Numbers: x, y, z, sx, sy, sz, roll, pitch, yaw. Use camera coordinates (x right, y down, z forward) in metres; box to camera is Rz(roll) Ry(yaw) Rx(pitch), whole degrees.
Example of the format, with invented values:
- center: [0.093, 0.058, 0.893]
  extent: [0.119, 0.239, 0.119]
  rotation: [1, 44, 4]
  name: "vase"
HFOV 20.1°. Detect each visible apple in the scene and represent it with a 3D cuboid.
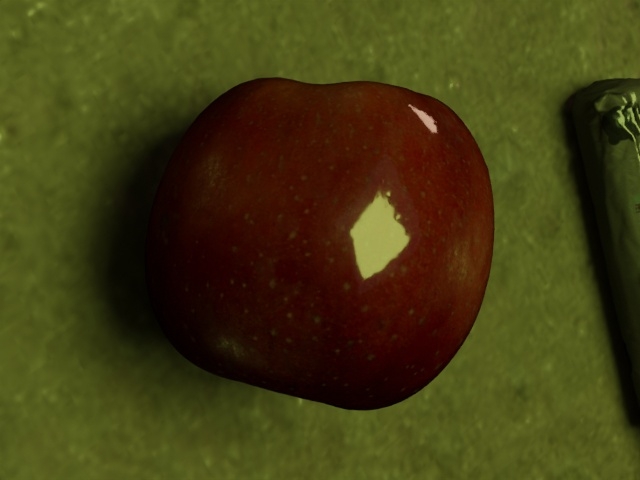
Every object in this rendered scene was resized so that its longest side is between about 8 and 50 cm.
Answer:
- center: [0.000, 0.000, 1.135]
  extent: [0.218, 0.218, 0.201]
  rotation: [7, 92, -39]
  name: "apple"

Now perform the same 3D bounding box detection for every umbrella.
- center: [0.267, 0.035, 1.448]
  extent: [0.067, 0.073, 0.337]
  rotation: [-15, 100, -6]
  name: "umbrella"
